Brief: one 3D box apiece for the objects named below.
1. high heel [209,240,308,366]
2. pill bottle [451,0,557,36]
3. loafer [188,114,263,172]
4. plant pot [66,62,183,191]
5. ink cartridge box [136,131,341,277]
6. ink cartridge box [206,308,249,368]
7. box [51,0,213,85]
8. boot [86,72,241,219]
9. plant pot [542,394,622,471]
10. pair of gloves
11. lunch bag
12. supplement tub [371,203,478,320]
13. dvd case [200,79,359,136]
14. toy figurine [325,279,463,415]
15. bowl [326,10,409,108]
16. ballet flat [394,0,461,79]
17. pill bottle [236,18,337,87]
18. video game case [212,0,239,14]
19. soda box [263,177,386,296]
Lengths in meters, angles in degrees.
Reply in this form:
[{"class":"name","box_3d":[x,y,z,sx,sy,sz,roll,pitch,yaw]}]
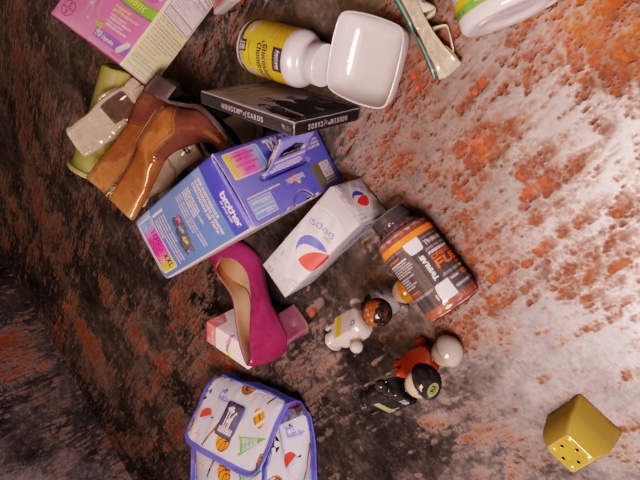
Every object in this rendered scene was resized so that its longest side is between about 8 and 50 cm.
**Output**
[{"class":"high heel","box_3d":[-0.205,0.123,1.153,0.377,0.181,0.127,41,129,22]},{"class":"pill bottle","box_3d":[0.210,-0.405,0.611,0.136,0.136,0.245,-15,96,44]},{"class":"loafer","box_3d":[-0.244,-0.221,1.115,0.269,0.092,0.101,-26,87,43]},{"class":"plant pot","box_3d":[-0.456,-0.286,1.189,0.276,0.276,0.253,28,111,31]},{"class":"ink cartridge box","box_3d":[-0.148,-0.088,0.959,0.396,0.270,0.151,-23,97,44]},{"class":"ink cartridge box","box_3d":[-0.182,0.251,1.229,0.198,0.115,0.067,23,120,34]},{"class":"box","box_3d":[-0.389,-0.492,1.017,0.214,0.117,0.243,38,91,13]},{"class":"boot","box_3d":[-0.325,-0.164,0.987,0.264,0.096,0.280,36,95,10]},{"class":"plant pot","box_3d":[0.401,0.312,0.759,0.081,0.083,0.081,45,131,19]},{"class":"pair of gloves","box_3d":[-0.408,-0.217,1.072,0.204,0.042,0.240,-41,100,3]},{"class":"lunch bag","box_3d":[-0.188,0.573,1.289,0.328,0.239,0.385,4,93,41]},{"class":"supplement tub","box_3d":[0.173,0.033,0.837,0.197,0.106,0.106,54,133,11]},{"class":"dvd case","box_3d":[-0.076,-0.250,0.895,0.239,0.179,0.029,26,125,32]},{"class":"toy figurine","box_3d":[0.135,0.179,0.859,0.148,0.213,0.209,-35,79,34]},{"class":"bowl","box_3d":[0.084,-0.306,0.821,0.142,0.053,0.141,31,124,28]},{"class":"ballet flat","box_3d":[0.166,-0.331,0.750,0.052,0.057,0.168,-27,92,16]},{"class":"pill bottle","box_3d":[-0.061,-0.344,0.898,0.184,0.103,0.103,28,123,32]},{"class":"video game case","box_3d":[-0.188,-0.590,0.901,0.204,0.025,0.285,-142,46,-64]},{"class":"soda box","box_3d":[0.000,0.000,0.984,0.091,0.098,0.286,54,132,11]}]
